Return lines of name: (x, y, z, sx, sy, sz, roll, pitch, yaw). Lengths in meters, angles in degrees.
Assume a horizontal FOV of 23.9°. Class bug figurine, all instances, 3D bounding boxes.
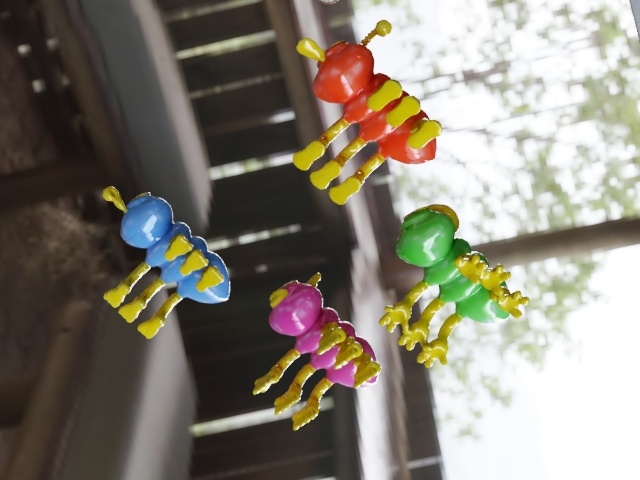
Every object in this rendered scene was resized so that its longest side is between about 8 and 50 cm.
bug figurine: (0.000, 0.000, 0.939, 0.216, 0.279, 0.072, 48, 37, -12)

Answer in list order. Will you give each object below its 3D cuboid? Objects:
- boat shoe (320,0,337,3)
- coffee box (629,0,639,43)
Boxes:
boat shoe: (0.120, -0.285, 1.164, 0.116, 0.324, 0.123, 49, 4, -29)
coffee box: (0.496, -0.262, 1.393, 0.338, 0.338, 0.334, -11, 86, -58)
